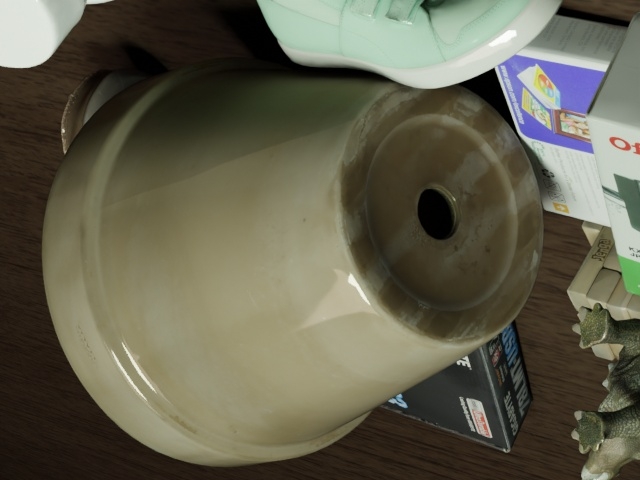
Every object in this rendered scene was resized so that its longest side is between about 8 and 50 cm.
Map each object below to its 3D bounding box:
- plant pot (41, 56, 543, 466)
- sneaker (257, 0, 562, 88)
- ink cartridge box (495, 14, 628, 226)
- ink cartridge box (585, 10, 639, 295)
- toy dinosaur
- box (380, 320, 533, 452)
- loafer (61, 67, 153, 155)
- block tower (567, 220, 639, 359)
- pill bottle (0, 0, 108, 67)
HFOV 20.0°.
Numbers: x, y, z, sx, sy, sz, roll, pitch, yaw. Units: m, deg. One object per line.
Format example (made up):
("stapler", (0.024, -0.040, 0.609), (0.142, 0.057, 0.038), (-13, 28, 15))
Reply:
("plant pot", (0.000, 0.000, 1.337), (0.323, 0.323, 0.280), (41, 151, -23))
("sneaker", (0.030, -0.183, 1.190), (0.256, 0.094, 0.151), (5, 144, 45))
("ink cartridge box", (0.233, -0.065, 1.242), (0.208, 0.045, 0.206), (18, 154, 29))
("ink cartridge box", (0.257, -0.034, 1.111), (0.153, 0.087, 0.208), (17, 155, 27))
("toy dinosaur", (0.272, 0.093, 1.222), (0.160, 0.121, 0.313), (2, 166, -41))
("box", (0.042, 0.070, 1.723), (0.293, 0.073, 0.295), (19, 156, 22))
("loafer", (-0.177, -0.038, 1.698), (0.130, 0.134, 0.366), (21, 156, 22))
("block tower", (0.340, 0.061, 1.312), (0.335, 0.097, 0.091), (16, 152, 35))
("pill bottle", (-0.135, -0.233, 1.039), (0.152, 0.272, 0.152), (21, 151, 12))
